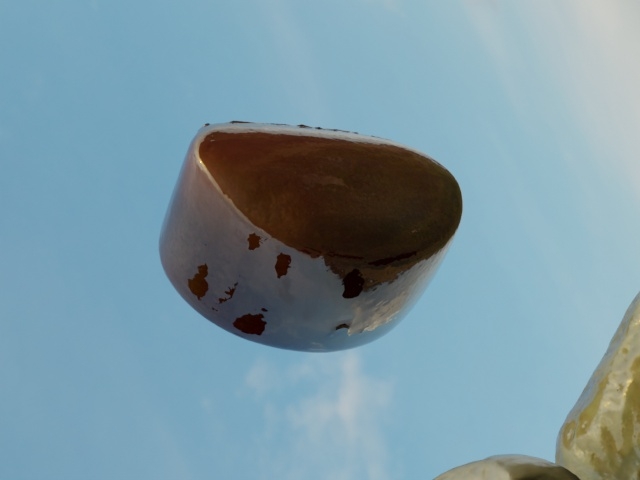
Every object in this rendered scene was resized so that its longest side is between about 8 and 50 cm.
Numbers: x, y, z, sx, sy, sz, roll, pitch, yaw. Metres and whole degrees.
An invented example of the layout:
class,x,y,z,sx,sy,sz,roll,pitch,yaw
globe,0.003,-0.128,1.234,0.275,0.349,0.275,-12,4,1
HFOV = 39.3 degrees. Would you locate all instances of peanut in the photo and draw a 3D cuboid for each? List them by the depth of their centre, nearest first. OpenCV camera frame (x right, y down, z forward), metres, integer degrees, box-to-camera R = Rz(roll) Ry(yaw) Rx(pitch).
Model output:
class,x,y,z,sx,sy,sz,roll,pitch,yaw
peanut,0.378,0.155,0.988,0.147,0.147,0.319,43,-102,-29

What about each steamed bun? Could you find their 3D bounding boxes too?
class,x,y,z,sx,sy,sz,roll,pitch,yaw
steamed bun,0.000,0.000,1.132,0.379,0.235,0.248,4,-137,-29

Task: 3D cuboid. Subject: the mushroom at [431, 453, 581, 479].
class,x,y,z,sx,sy,sz,roll,pitch,yaw
mushroom,0.153,0.211,0.645,0.247,0.096,0.108,21,-99,-45
